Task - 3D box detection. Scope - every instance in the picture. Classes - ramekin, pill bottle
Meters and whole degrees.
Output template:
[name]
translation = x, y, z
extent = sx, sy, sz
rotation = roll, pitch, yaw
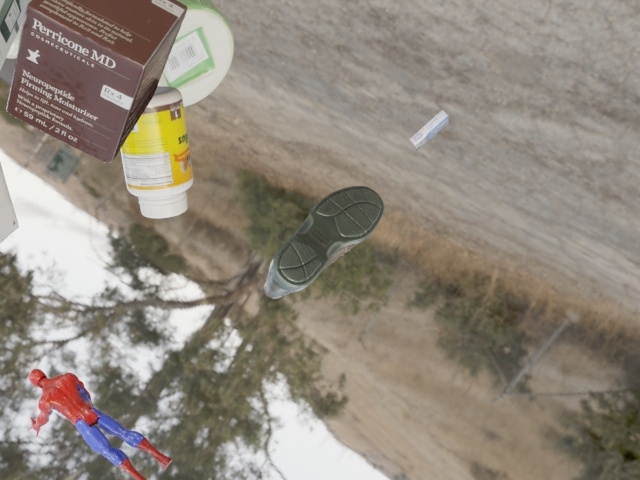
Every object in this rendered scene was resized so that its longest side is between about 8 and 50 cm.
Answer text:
[ramekin]
translation = -0.354, -0.465, 1.888
extent = 0.148, 0.303, 0.303
rotation = 48, -174, 35
[pill bottle]
translation = -0.286, -0.152, 1.375
extent = 0.117, 0.215, 0.117
rotation = -4, -158, 1

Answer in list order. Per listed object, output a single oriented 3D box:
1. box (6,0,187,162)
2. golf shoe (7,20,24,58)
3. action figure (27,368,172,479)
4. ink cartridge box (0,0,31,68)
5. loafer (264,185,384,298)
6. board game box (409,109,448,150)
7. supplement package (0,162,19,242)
[box]
translation = -0.318, -0.257, 1.121
extent = 0.168, 0.167, 0.203
rotation = 27, 137, -9
[golf shoe]
translation = -0.756, -0.559, 1.828
extent = 0.306, 0.140, 0.115
rotation = 64, 150, 9
[action figure]
translation = -0.396, 0.328, 1.356
extent = 0.280, 0.091, 0.139
rotation = 41, 140, 3
[ink cartridge box]
translation = -0.680, -0.423, 1.456
extent = 0.211, 0.289, 0.121
rotation = 5, 144, -1
[loafer]
translation = 0.000, 0.000, 1.286
extent = 0.096, 0.267, 0.084
rotation = 48, 142, 3
[board game box]
translation = 0.228, -0.229, 1.652
extent = 0.020, 0.090, 0.090
rotation = 50, -173, 8
[supplement package]
translation = -0.791, -0.048, 1.656
extent = 0.145, 0.262, 0.204
rotation = 11, 129, 14
